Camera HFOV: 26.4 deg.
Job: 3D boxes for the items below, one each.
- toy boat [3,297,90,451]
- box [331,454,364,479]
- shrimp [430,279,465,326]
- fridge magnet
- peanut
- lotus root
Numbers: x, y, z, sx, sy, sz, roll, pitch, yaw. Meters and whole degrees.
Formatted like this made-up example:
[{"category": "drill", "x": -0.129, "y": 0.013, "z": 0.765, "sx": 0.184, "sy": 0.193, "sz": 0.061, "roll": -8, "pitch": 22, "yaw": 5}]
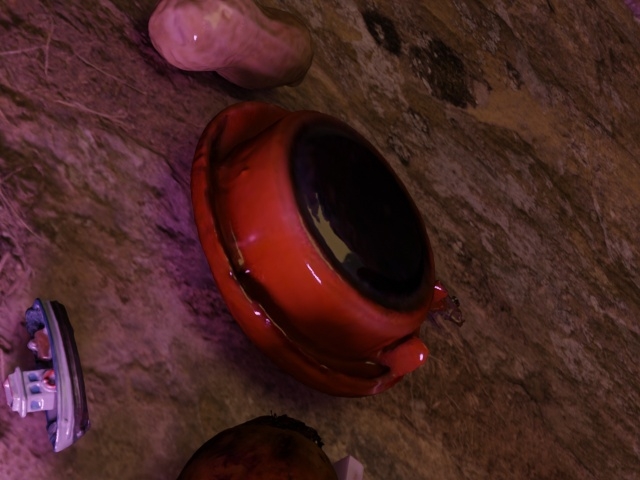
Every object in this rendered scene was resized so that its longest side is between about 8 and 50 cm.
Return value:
[{"category": "toy boat", "x": -0.242, "y": 0.118, "z": 1.183, "sx": 0.066, "sy": 0.059, "sz": 0.140, "roll": -6, "pitch": 65, "yaw": -25}, {"category": "box", "x": -0.021, "y": 0.310, "z": 1.267, "sx": 0.032, "sy": 0.122, "sz": 0.220, "roll": 43, "pitch": 35, "yaw": -24}, {"category": "shrimp", "x": 0.117, "y": 0.056, "z": 1.761, "sx": 0.184, "sy": 0.043, "sz": 0.091, "roll": 36, "pitch": 45, "yaw": -23}, {"category": "fridge magnet", "x": 0.000, "y": 0.000, "z": 1.522, "sx": 0.363, "sy": 0.155, "sz": 0.363, "roll": 36, "pitch": 37, "yaw": -34}, {"category": "peanut", "x": -0.098, "y": -0.247, "z": 1.625, "sx": 0.257, "sy": 0.123, "sz": 0.123, "roll": 6, "pitch": 60, "yaw": -53}, {"category": "lotus root", "x": -0.067, "y": 0.270, "z": 1.190, "sx": 0.141, "sy": 0.169, "sz": 0.314, "roll": 42, "pitch": 39, "yaw": -26}]
